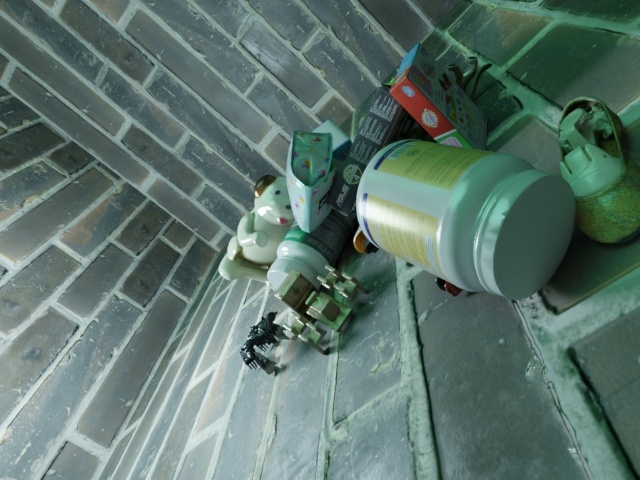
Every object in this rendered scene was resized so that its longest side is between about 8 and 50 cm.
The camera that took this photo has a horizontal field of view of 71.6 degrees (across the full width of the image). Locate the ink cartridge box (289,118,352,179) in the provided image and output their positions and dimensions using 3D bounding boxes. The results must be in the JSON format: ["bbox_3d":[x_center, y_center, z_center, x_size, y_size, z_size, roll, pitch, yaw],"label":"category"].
[{"bbox_3d":[0.049,-0.280,1.729,0.198,0.270,0.197,-36,44,1],"label":"ink cartridge box"}]

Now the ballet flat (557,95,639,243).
[{"bbox_3d":[0.468,-0.141,0.771,0.123,0.123,0.349,-33,24,44],"label":"ballet flat"}]

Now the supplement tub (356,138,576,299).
[{"bbox_3d":[0.248,-0.050,0.815,0.241,0.241,0.331,-52,37,-6],"label":"supplement tub"}]

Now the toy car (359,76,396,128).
[{"bbox_3d":[0.206,-0.446,1.486,0.225,0.053,0.239,-64,-15,19],"label":"toy car"}]

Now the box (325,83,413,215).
[{"bbox_3d":[0.186,-0.293,1.431,0.318,0.097,0.395,-38,-25,-61],"label":"box"}]

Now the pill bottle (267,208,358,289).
[{"bbox_3d":[-0.025,0.017,1.545,0.204,0.204,0.361,-26,29,54],"label":"pill bottle"}]

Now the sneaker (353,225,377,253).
[{"bbox_3d":[0.193,-0.082,1.394,0.262,0.099,0.121,-47,13,8],"label":"sneaker"}]

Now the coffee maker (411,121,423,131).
[{"bbox_3d":[0.345,-0.478,1.713,0.178,0.171,0.120,-45,1,11],"label":"coffee maker"}]

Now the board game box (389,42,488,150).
[{"bbox_3d":[0.343,-0.376,1.243,0.064,0.316,0.242,-34,22,42],"label":"board game box"}]

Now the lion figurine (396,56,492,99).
[{"bbox_3d":[0.385,-0.497,1.554,0.391,0.241,0.142,5,36,20],"label":"lion figurine"}]

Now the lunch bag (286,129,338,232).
[{"bbox_3d":[-0.031,-0.187,1.428,0.224,0.159,0.263,98,172,-52],"label":"lunch bag"}]

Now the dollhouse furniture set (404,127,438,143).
[{"bbox_3d":[0.300,-0.292,1.461,0.197,0.151,0.302,-35,23,42],"label":"dollhouse furniture set"}]

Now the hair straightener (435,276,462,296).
[{"bbox_3d":[0.322,0.013,0.932,0.230,0.047,0.089,-51,17,-4],"label":"hair straightener"}]

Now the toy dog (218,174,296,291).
[{"bbox_3d":[-0.184,-0.057,1.764,0.396,0.284,0.408,-84,19,-54],"label":"toy dog"}]

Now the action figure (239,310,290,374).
[{"bbox_3d":[-0.171,0.322,1.396,0.164,0.140,0.276,-58,2,-30],"label":"action figure"}]

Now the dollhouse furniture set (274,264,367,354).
[{"bbox_3d":[0.005,0.197,1.285,0.242,0.161,0.212,22,72,49],"label":"dollhouse furniture set"}]
